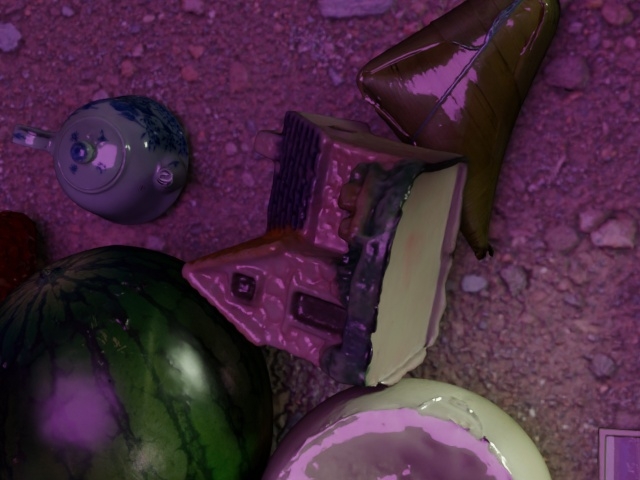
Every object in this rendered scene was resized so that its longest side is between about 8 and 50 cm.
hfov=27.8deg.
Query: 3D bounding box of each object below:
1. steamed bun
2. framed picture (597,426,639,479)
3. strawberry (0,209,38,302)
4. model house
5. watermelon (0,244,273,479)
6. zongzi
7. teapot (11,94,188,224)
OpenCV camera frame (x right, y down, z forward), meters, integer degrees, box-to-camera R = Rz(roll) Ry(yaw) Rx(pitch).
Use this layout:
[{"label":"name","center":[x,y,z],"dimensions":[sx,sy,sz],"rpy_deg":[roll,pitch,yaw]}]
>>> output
[{"label":"steamed bun","center":[0.088,0.301,1.356],"dimensions":[0.324,0.206,0.324],"rpy_deg":[0,88,11]},{"label":"framed picture","center":[0.348,0.274,1.370],"dimensions":[0.109,0.011,0.149],"rpy_deg":[0,89,20]},{"label":"strawberry","center":[-0.423,0.057,1.551],"dimensions":[0.205,0.205,0.244],"rpy_deg":[6,48,20]},{"label":"model house","center":[0.000,0.000,1.338],"dimensions":[0.238,0.202,0.236],"rpy_deg":[18,111,24]},{"label":"watermelon","center":[-0.214,0.182,1.396],"dimensions":[0.363,0.363,0.363],"rpy_deg":[0,89,20]},{"label":"zongzi","center":[0.193,-0.137,1.385],"dimensions":[0.228,0.115,0.256],"rpy_deg":[-32,85,13]},{"label":"teapot","center":[-0.253,-0.100,1.524],"dimensions":[0.232,0.159,0.158],"rpy_deg":[16,95,19]}]
